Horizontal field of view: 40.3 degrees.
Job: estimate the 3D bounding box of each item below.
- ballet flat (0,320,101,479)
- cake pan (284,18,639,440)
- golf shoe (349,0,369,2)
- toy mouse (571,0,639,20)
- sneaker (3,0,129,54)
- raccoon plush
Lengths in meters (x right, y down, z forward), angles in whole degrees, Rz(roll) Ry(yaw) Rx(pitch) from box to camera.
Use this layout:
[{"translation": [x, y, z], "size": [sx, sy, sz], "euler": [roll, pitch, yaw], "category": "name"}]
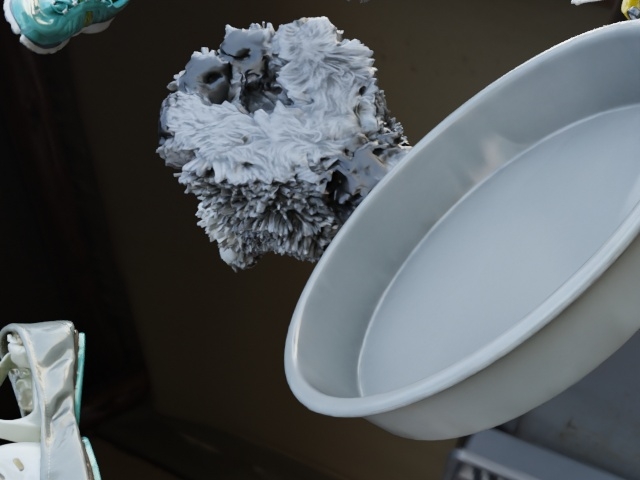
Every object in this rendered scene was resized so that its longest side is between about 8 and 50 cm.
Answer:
[{"translation": [-0.173, 0.127, 0.530], "size": [0.213, 0.068, 0.072], "euler": [-117, 39, -52], "category": "ballet flat"}, {"translation": [0.101, -0.006, 0.501], "size": [0.293, 0.054, 0.293], "euler": [-41, 18, 17], "category": "cake pan"}, {"translation": [-0.011, -0.288, 0.743], "size": [0.067, 0.186, 0.086], "euler": [-50, -9, -36], "category": "golf shoe"}, {"translation": [0.247, -0.170, 0.504], "size": [0.143, 0.031, 0.161], "euler": [-47, 30, 2], "category": "toy mouse"}, {"translation": [-0.376, -0.367, 1.331], "size": [0.107, 0.109, 0.275], "euler": [59, -149, -15], "category": "sneaker"}, {"translation": [0.000, 0.000, 0.861], "size": [0.216, 0.446, 0.299], "euler": [-27, -32, -10], "category": "raccoon plush"}]
